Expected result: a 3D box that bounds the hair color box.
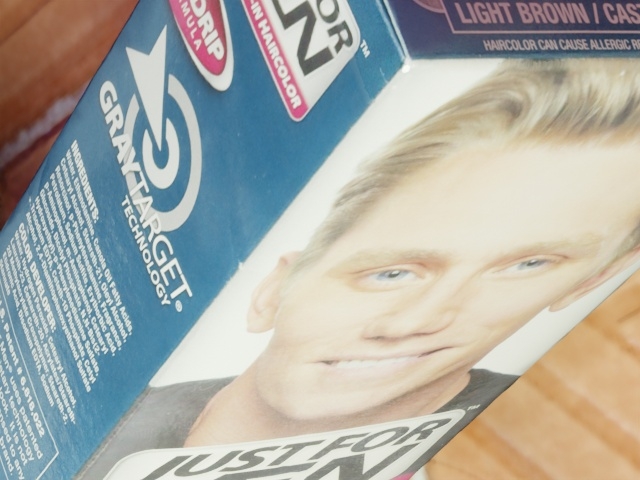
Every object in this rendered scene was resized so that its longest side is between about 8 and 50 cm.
[{"bbox_3d":[0.000,0.000,0.680,0.347,0.174,0.105,-51,52,47],"label":"hair color box"}]
